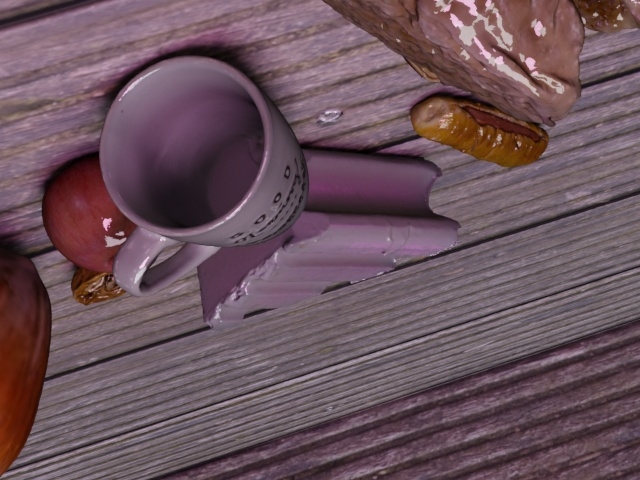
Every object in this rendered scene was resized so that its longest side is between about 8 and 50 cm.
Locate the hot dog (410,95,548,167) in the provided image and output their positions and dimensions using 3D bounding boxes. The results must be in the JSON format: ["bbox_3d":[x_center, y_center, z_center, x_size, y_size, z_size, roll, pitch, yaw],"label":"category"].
[{"bbox_3d":[0.223,-0.144,1.454,0.286,0.061,0.088,7,158,-45],"label":"hot dog"}]

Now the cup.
[{"bbox_3d":[-0.128,-0.048,1.172,0.258,0.186,0.234,-57,162,-1],"label":"cup"}]

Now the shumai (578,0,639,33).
[{"bbox_3d":[0.353,-0.269,1.188,0.146,0.116,0.145,-16,159,-6],"label":"shumai"}]

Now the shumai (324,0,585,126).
[{"bbox_3d":[0.126,-0.279,0.893,0.262,0.314,0.267,-60,176,3],"label":"shumai"}]

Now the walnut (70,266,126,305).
[{"bbox_3d":[-0.297,0.043,1.467,0.091,0.052,0.121,3,151,-46],"label":"walnut"}]

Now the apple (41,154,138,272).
[{"bbox_3d":[-0.247,-0.029,1.251,0.153,0.120,0.153,-17,158,-7],"label":"apple"}]

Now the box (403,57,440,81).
[{"bbox_3d":[0.132,-0.229,1.118,0.111,0.111,0.177,-27,157,17],"label":"box"}]

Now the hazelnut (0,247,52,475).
[{"bbox_3d":[-0.483,0.160,1.288,0.372,0.315,0.372,-47,176,-4],"label":"hazelnut"}]

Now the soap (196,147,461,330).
[{"bbox_3d":[0.000,0.000,1.469,0.302,0.159,0.258,3,146,-39],"label":"soap"}]
